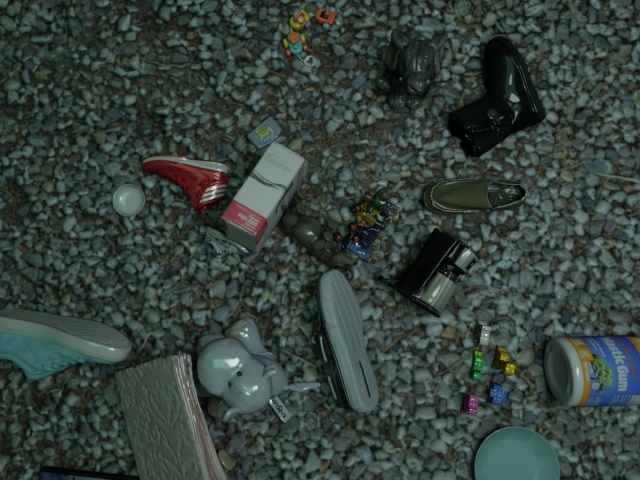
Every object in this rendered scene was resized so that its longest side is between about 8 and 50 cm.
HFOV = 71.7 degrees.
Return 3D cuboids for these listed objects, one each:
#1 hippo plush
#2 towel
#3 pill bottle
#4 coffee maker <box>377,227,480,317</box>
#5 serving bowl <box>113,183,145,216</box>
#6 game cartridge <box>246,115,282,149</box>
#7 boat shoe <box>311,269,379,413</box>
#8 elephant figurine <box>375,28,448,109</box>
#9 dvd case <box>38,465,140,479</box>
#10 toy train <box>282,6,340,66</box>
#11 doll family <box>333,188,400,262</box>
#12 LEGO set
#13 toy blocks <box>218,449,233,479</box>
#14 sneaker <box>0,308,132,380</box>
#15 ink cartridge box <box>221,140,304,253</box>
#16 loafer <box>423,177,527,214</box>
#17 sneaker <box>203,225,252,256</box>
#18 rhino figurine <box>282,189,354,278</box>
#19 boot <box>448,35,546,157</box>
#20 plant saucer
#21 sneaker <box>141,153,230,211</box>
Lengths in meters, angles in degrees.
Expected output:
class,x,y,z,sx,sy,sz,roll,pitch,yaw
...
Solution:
class,x,y,z,sx,sy,sz,roll,pitch,yaw
hippo plush,-0.187,0.327,0.986,0.294,0.236,0.234,44,88,5
towel,-0.342,0.420,0.987,0.331,0.053,0.317,-23,81,42
pill bottle,0.668,0.289,0.992,0.271,0.152,0.153,-3,85,3
coffee maker,0.256,0.063,1.047,0.171,0.120,0.178,34,87,6
serving bowl,-0.488,-0.102,1.141,0.083,0.027,0.084,0,85,3
game cartridge,-0.142,-0.275,1.146,0.083,0.017,0.056,-40,88,-1
boat shoe,0.034,0.240,1.039,0.119,0.121,0.336,-17,83,35
elephant figurine,0.223,-0.414,1.027,0.169,0.239,0.186,-31,84,0
dvd case,-0.575,0.661,1.086,0.252,0.022,0.181,5,85,3
toy train,-0.028,-0.544,1.147,0.125,0.046,0.167,24,86,5
doll family,0.106,-0.036,1.086,0.111,0.076,0.193,28,90,0
LEGO set,0.400,0.309,1.032,0.086,0.093,0.228,11,86,3
toy blocks,-0.280,0.573,1.028,0.148,0.123,0.054,-37,99,-1
sneaker,-0.632,0.269,1.077,0.365,0.135,0.150,10,93,12
ink cartridge box,-0.129,-0.096,1.034,0.092,0.158,0.218,28,73,3
loafer,0.378,-0.115,1.071,0.250,0.087,0.095,-4,85,2
sneaker,-0.235,0.014,1.114,0.135,0.052,0.058,27,97,12
rhino figurine,0.000,0.000,1.079,0.243,0.106,0.073,47,48,4
boot,0.405,-0.350,1.085,0.207,0.094,0.247,-27,91,-4
plant saucer,0.454,0.531,1.040,0.194,0.037,0.195,0,85,2
sneaker,-0.344,-0.140,1.110,0.221,0.087,0.128,4,84,4
